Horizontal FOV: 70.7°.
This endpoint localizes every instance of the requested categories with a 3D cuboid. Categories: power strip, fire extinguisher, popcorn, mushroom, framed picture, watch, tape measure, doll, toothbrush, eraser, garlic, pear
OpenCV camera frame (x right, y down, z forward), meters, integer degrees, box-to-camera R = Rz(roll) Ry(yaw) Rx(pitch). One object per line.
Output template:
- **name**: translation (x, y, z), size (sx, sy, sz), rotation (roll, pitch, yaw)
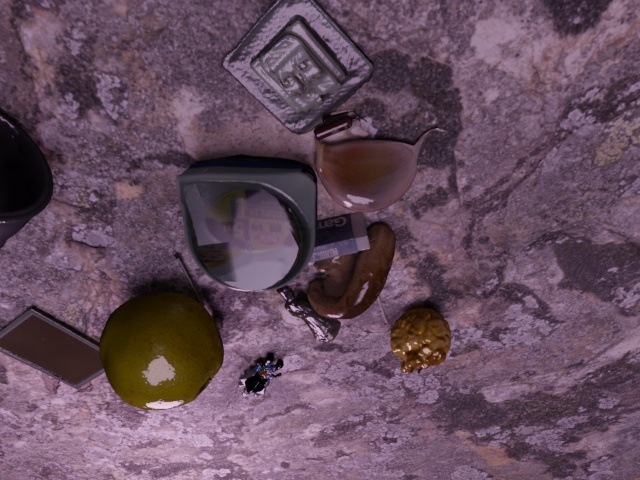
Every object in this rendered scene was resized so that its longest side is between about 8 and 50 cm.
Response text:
- **power strip**: translation (-0.037, -0.292, 0.784), size (0.198, 0.064, 0.213), rotation (-38, 122, 25)
- **fire extinguisher**: translation (0.033, -0.227, 0.859), size (0.100, 0.032, 0.046), rotation (-22, 127, 4)
- **popcorn**: translation (0.267, 0.270, 1.212), size (0.180, 0.180, 0.170), rotation (-22, 94, 15)
- **mushroom**: translation (0.078, 0.098, 1.062), size (0.156, 0.151, 0.285), rotation (28, 123, -26)
- **framed picture**: translation (-0.754, 0.315, 1.292), size (0.232, 0.019, 0.296), rotation (-30, 124, 21)
- **watch**: translation (-0.645, -0.142, 0.760), size (0.314, 0.335, 0.327), rotation (-33, 143, 16)
- **tape measure**: translation (-0.136, -0.031, 0.889), size (0.259, 0.138, 0.262), rotation (1, 106, 3)
- **doll**: translation (-0.189, 0.422, 1.377), size (0.096, 0.070, 0.195), rotation (36, 114, -10)
- **toothbrush**: translation (-0.314, 0.142, 1.162), size (0.028, 0.026, 0.294), rotation (-24, 130, -6)
- **eraser**: translation (0.000, 0.000, 1.013), size (0.213, 0.092, 0.046), rotation (-12, 131, 7)
- **garlic**: translation (0.126, -0.134, 0.918), size (0.267, 0.128, 0.148), rotation (-12, 142, -6)
- **pear**: translation (-0.382, 0.269, 1.104), size (0.294, 0.294, 0.294), rotation (-1, 130, -2)

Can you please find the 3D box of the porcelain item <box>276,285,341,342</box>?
- **porcelain item**: translation (-0.042, 0.183, 1.182), size (0.081, 0.069, 0.215), rotation (-5, 139, 48)
